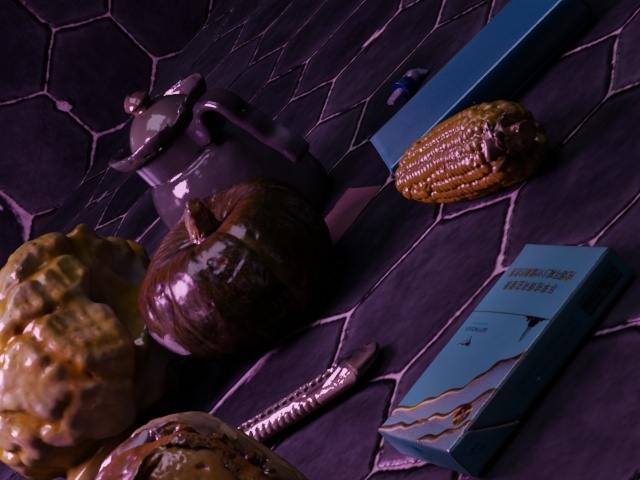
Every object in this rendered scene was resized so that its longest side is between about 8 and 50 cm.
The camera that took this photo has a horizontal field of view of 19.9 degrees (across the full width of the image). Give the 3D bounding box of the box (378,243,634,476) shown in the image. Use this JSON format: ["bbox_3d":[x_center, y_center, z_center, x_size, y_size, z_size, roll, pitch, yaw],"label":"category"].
[{"bbox_3d":[0.161,0.101,1.611,0.229,0.041,0.162,-51,16,-13],"label":"box"}]

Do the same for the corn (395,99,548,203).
[{"bbox_3d":[0.161,-0.091,1.981,0.097,0.097,0.262,-54,13,-23],"label":"corn"}]

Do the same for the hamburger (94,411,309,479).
[{"bbox_3d":[-0.108,0.273,1.591,0.244,0.244,0.163,-45,-5,8],"label":"hamburger"}]

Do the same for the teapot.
[{"bbox_3d":[-0.150,-0.096,2.449,0.223,0.285,0.305,-48,15,0],"label":"teapot"}]

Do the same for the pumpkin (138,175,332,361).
[{"bbox_3d":[-0.109,0.022,2.214,0.260,0.189,0.260,-36,24,19],"label":"pumpkin"}]

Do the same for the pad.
[{"bbox_3d":[0.000,0.000,2.340,0.187,0.006,0.113,-51,16,-14],"label":"pad"}]

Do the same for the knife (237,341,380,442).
[{"bbox_3d":[-0.068,0.196,1.982,0.365,0.043,0.089,-35,21,36],"label":"knife"}]

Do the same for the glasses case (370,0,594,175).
[{"bbox_3d":[0.196,-0.188,2.183,0.301,0.070,0.117,-43,23,9],"label":"glasses case"}]

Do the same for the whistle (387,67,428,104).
[{"bbox_3d":[0.118,-0.212,2.505,0.033,0.029,0.083,-5,35,45],"label":"whistle"}]

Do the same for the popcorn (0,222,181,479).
[{"bbox_3d":[-0.325,0.157,2.336,0.292,0.293,0.334,-41,1,17],"label":"popcorn"}]
